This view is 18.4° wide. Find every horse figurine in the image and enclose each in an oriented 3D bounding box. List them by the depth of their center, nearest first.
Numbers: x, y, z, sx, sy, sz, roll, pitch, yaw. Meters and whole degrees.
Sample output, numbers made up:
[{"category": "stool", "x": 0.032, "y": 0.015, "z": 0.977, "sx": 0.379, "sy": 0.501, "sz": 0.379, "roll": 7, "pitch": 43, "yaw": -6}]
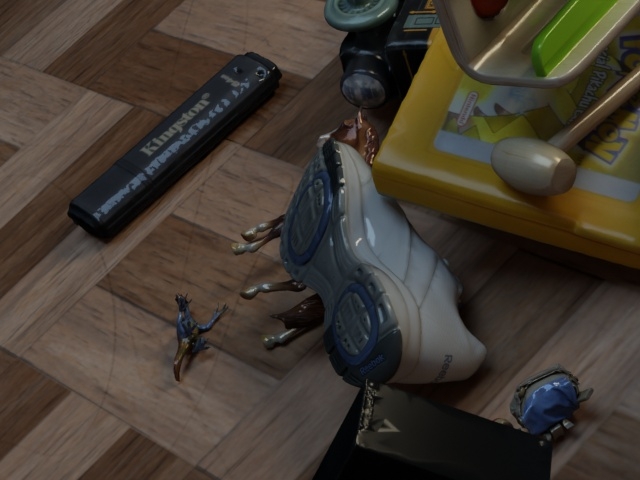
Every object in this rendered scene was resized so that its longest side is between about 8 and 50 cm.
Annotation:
[{"category": "horse figurine", "x": 0.000, "y": 0.000, "z": 1.882, "sx": 0.174, "sy": 0.066, "sz": 0.263, "roll": -30, "pitch": 33, "yaw": 12}]

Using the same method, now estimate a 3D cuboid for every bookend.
[{"category": "bookend", "x": 0.078, "y": 0.203, "z": 1.542, "sx": 0.157, "sy": 0.156, "sz": 0.072, "roll": 19, "pitch": 43, "yaw": -6}]

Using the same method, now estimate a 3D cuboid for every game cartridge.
[{"category": "game cartridge", "x": 0.245, "y": -0.121, "z": 1.726, "sx": 0.323, "sy": 0.053, "sz": 0.285, "roll": 16, "pitch": 62, "yaw": 20}]

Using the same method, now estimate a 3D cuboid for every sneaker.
[{"category": "sneaker", "x": 0.052, "y": 0.026, "z": 1.748, "sx": 0.111, "sy": 0.129, "sz": 0.297, "roll": -55, "pitch": 36, "yaw": 32}]

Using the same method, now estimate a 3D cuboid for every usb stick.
[{"category": "usb stick", "x": -0.157, "y": -0.104, "z": 2.150, "sx": 0.278, "sy": 0.045, "sz": 0.077, "roll": -43, "pitch": 35, "yaw": -16}]

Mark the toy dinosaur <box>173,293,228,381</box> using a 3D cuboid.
[{"category": "toy dinosaur", "x": -0.133, "y": 0.082, "z": 1.906, "sx": 0.090, "sy": 0.047, "sz": 0.082, "roll": -50, "pitch": 18, "yaw": -7}]

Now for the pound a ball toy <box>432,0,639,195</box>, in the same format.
[{"category": "pound a ball toy", "x": 0.208, "y": -0.212, "z": 1.688, "sx": 0.135, "sy": 0.208, "sz": 0.319, "roll": 11, "pitch": 45, "yaw": 41}]

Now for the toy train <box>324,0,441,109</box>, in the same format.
[{"category": "toy train", "x": 0.132, "y": -0.256, "z": 2.050, "sx": 0.190, "sy": 0.142, "sz": 0.334, "roll": 3, "pitch": 44, "yaw": 23}]

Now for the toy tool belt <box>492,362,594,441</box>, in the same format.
[{"category": "toy tool belt", "x": 0.177, "y": 0.138, "z": 1.584, "sx": 0.083, "sy": 0.052, "sz": 0.051, "roll": -39, "pitch": 26, "yaw": -9}]
